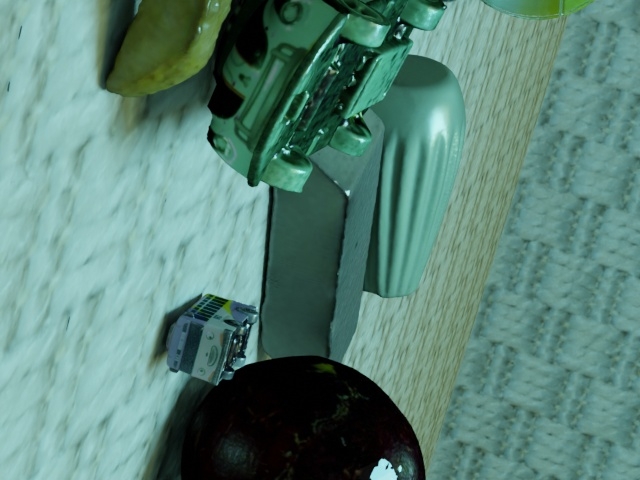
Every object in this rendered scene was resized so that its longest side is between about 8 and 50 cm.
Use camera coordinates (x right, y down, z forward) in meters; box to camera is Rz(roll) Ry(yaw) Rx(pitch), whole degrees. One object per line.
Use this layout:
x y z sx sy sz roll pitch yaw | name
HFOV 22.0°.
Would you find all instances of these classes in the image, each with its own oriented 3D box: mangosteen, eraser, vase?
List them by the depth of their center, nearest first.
-0.033 0.228 1.461 0.265 0.228 0.228 -51 161 -24 | mangosteen
-0.001 0.000 1.586 0.352 0.077 0.111 96 15 -47 | eraser
0.076 -0.059 1.668 0.128 0.128 0.248 -53 151 -58 | vase

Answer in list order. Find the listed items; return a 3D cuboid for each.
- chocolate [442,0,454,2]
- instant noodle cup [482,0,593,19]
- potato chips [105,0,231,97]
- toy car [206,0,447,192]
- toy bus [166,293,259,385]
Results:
0.152 -0.321 1.800 0.072 0.072 0.167 97 19 -46 | chocolate
0.262 -0.383 1.927 0.153 0.205 0.205 -67 170 -52 | instant noodle cup
-0.056 -0.254 0.924 0.057 0.080 0.407 -32 140 -56 | potato chips
-0.011 -0.133 1.184 0.136 0.125 0.306 -61 170 19 | toy car
-0.088 0.078 1.337 0.102 0.058 0.052 -43 150 -77 | toy bus
